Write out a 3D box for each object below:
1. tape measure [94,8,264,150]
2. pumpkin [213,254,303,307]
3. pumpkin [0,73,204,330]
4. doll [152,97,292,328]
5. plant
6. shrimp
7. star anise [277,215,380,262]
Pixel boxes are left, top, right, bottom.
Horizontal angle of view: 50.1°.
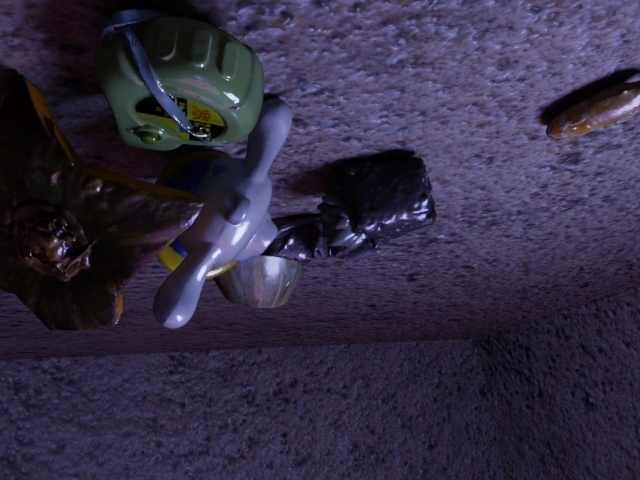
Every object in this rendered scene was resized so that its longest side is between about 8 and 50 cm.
[{"bbox_3d":[-0.146,-0.165,0.718,0.175,0.106,0.200,7,160,-1],"label":"tape measure"},{"bbox_3d":[-0.143,0.083,1.411,0.217,0.110,0.217,2,176,0],"label":"pumpkin"},{"bbox_3d":[-0.317,-0.014,0.812,0.290,0.258,0.095,-49,-175,26],"label":"pumpkin"},{"bbox_3d":[-0.139,-0.006,0.908,0.242,0.311,0.159,-8,140,42],"label":"doll"},{"bbox_3d":[0.085,-0.060,1.112,0.194,0.129,0.132,-16,159,13],"label":"plant"},{"bbox_3d":[0.416,-0.193,0.989,0.132,0.051,0.187,-18,178,-40],"label":"shrimp"},{"bbox_3d":[-0.001,0.000,1.326,0.231,0.089,0.209,10,167,-43],"label":"star anise"}]
